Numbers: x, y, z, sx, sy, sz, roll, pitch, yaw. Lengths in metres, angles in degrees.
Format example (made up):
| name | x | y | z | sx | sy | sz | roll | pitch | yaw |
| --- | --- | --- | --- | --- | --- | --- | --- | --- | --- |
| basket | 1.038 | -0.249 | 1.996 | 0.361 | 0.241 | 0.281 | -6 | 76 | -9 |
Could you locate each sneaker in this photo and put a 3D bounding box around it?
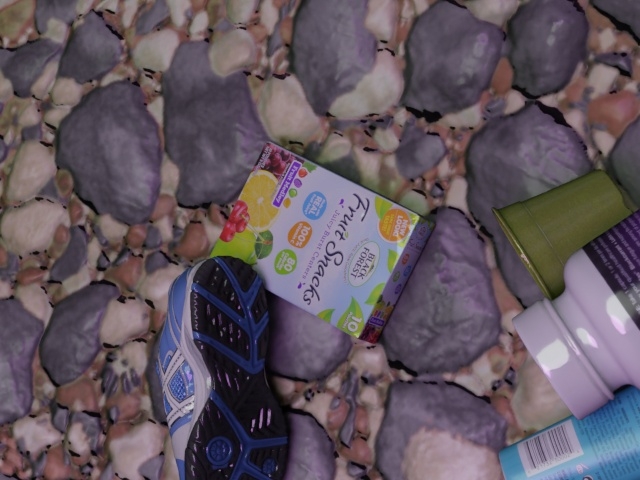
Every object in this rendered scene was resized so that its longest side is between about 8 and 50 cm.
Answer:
| name | x | y | z | sx | sy | sz | roll | pitch | yaw |
| --- | --- | --- | --- | --- | --- | --- | --- | --- | --- |
| sneaker | -0.076 | 0.118 | 1.287 | 0.081 | 0.080 | 0.211 | -5 | 83 | 60 |

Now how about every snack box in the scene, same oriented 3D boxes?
| name | x | y | z | sx | sy | sz | roll | pitch | yaw |
| --- | --- | --- | --- | --- | --- | --- | --- | --- | --- |
| snack box | 0.000 | 0.000 | 1.283 | 0.141 | 0.037 | 0.100 | 28 | 94 | 27 |

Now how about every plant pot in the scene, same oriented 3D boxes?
| name | x | y | z | sx | sy | sz | roll | pitch | yaw |
| --- | --- | --- | --- | --- | --- | --- | --- | --- | --- |
| plant pot | 0.171 | -0.007 | 1.188 | 0.079 | 0.083 | 0.083 | -31 | 68 | 3 |

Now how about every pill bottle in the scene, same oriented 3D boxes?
| name | x | y | z | sx | sy | sz | roll | pitch | yaw |
| --- | --- | --- | --- | --- | --- | --- | --- | --- | --- |
| pill bottle | 0.224 | 0.030 | 1.118 | 0.193 | 0.108 | 0.108 | -34 | 67 | 6 |

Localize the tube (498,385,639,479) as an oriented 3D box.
| name | x | y | z | sx | sy | sz | roll | pitch | yaw |
| --- | --- | --- | --- | --- | --- | --- | --- | --- | --- |
| tube | 0.220 | 0.122 | 1.153 | 0.207 | 0.052 | 0.080 | -26 | 72 | 13 |
